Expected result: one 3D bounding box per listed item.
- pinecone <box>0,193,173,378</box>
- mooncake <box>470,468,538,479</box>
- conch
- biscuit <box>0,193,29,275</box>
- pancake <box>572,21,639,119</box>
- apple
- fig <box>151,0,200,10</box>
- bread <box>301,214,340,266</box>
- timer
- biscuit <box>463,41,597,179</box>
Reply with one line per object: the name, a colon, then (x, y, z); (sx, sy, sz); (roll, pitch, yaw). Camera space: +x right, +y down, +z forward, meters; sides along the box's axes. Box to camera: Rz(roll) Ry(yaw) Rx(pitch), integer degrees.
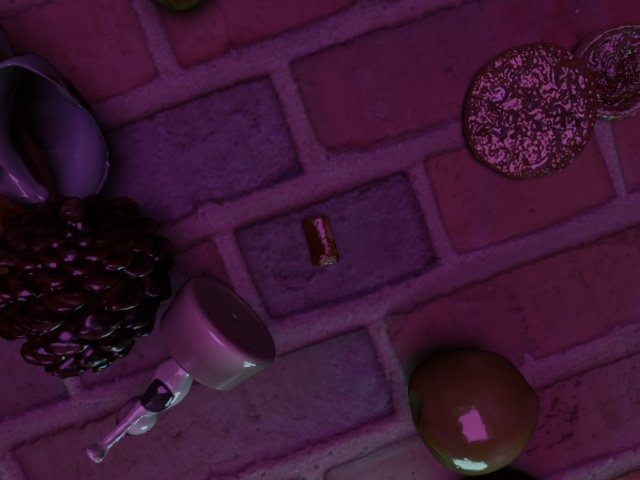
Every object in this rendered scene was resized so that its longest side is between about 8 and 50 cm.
pinecone: (-0.317, 0.065, 0.580); (0.225, 0.224, 0.272); (15, 121, -4)
mooncake: (0.326, 0.510, 0.728); (0.229, 0.124, 0.227); (-1, 101, -4)
conch: (-0.447, -0.194, 0.554); (0.250, 0.197, 0.367); (-20, 140, -7)
biscuit: (-0.498, -0.001, 0.619); (0.229, 0.176, 0.031); (-15, 55, 14)
pancake: (0.475, -0.268, 0.685); (0.152, 0.025, 0.151); (4, 106, 14)
apple: (0.229, 0.259, 0.667); (0.200, 0.200, 0.199); (0, 95, -3)
fig: (-0.210, -0.411, 0.608); (0.136, 0.121, 0.152); (45, 69, -42)
bread: (0.000, 0.000, 0.703); (0.047, 0.036, 0.083); (-13, 97, 7)
timer: (-0.219, 0.204, 0.649); (0.266, 0.175, 0.175); (-45, 96, 6)
biscuit: (0.339, -0.206, 0.694); (0.220, 0.033, 0.219); (0, 97, 4)
